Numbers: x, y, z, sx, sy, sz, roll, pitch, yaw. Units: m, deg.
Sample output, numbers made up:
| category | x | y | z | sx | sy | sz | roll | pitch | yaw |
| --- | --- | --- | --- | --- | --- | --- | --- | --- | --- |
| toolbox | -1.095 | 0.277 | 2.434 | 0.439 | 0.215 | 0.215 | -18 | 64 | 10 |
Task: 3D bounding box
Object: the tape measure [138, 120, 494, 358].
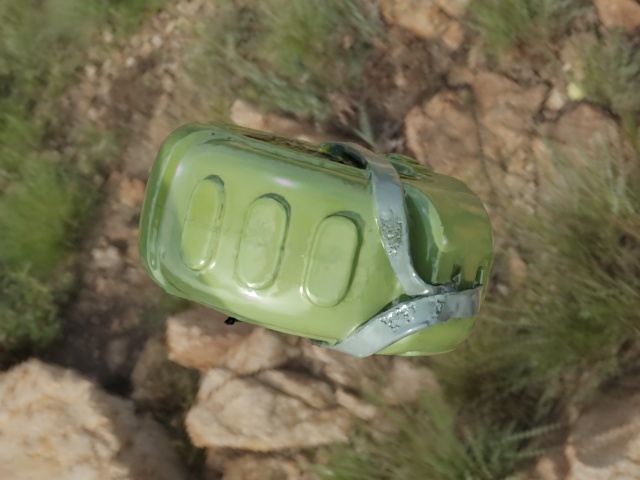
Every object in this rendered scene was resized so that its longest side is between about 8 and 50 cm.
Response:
| category | x | y | z | sx | sy | sz | roll | pitch | yaw |
| --- | --- | --- | --- | --- | --- | --- | --- | --- | --- |
| tape measure | 0.000 | 0.000 | 0.586 | 0.177 | 0.154 | 0.088 | -104 | 29 | -84 |
